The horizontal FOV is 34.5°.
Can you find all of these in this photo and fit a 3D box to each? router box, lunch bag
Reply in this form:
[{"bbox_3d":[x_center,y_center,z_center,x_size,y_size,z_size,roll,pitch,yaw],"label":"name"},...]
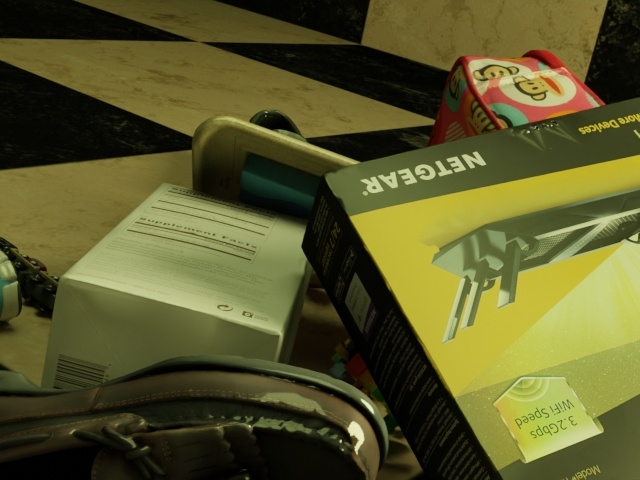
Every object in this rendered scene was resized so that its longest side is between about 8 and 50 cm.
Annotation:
[{"bbox_3d":[0.178,0.037,0.642,0.309,0.081,0.243,-16,58,-24],"label":"router box"},{"bbox_3d":[0.186,0.001,0.910,0.120,0.258,0.293,-8,44,-18],"label":"lunch bag"}]

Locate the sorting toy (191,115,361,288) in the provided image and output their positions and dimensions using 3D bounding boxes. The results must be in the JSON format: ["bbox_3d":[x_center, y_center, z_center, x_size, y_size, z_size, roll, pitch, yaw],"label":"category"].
[{"bbox_3d":[0.000,0.000,0.891,0.229,0.041,0.307,16,-20,-1],"label":"sorting toy"}]

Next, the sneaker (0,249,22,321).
[{"bbox_3d":[-0.326,0.014,0.830,0.191,0.071,0.083,26,28,36],"label":"sneaker"}]

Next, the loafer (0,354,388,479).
[{"bbox_3d":[-0.118,0.127,0.541,0.303,0.109,0.095,-1,32,15],"label":"loafer"}]

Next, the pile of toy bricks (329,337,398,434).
[{"bbox_3d":[0.054,0.115,0.748,0.105,0.118,0.212,45,8,9],"label":"pile of toy bricks"}]

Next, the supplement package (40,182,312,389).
[{"bbox_3d":[-0.088,0.064,0.714,0.134,0.139,0.244,15,16,1],"label":"supplement package"}]

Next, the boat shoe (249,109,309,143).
[{"bbox_3d":[-0.052,-0.078,1.201,0.127,0.113,0.340,11,18,-4],"label":"boat shoe"}]

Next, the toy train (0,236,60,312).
[{"bbox_3d":[-0.258,0.027,0.897,0.036,0.027,0.158,8,15,-47],"label":"toy train"}]
